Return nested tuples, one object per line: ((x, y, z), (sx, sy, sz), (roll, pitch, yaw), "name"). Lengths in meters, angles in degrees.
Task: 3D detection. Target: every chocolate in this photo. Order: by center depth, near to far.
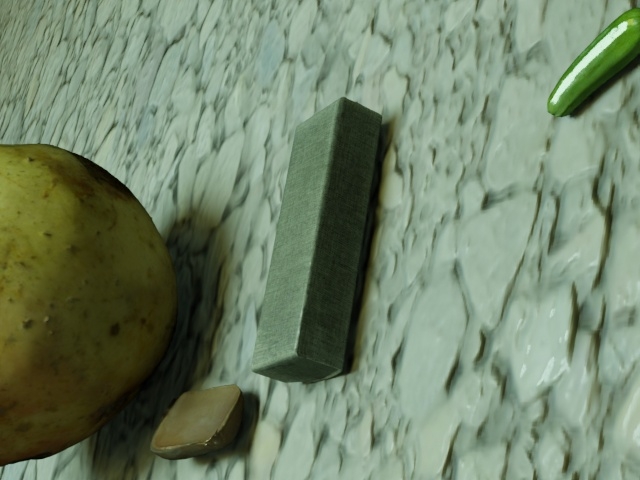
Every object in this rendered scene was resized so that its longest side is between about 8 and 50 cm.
((-0.090, 0.146, 0.984), (0.100, 0.031, 0.064), (-19, 36, 47), "chocolate")

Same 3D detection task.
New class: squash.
((0.168, -0.107, 0.752), (0.089, 0.027, 0.027), (-44, 37, 39), "squash")

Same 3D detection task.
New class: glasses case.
((0.000, 0.000, 0.923), (0.071, 0.047, 0.205), (-25, 50, 54), "glasses case")

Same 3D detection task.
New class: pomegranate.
((-0.262, 0.054, 1.077), (0.281, 0.281, 0.281), (-36, 42, 41), "pomegranate")
